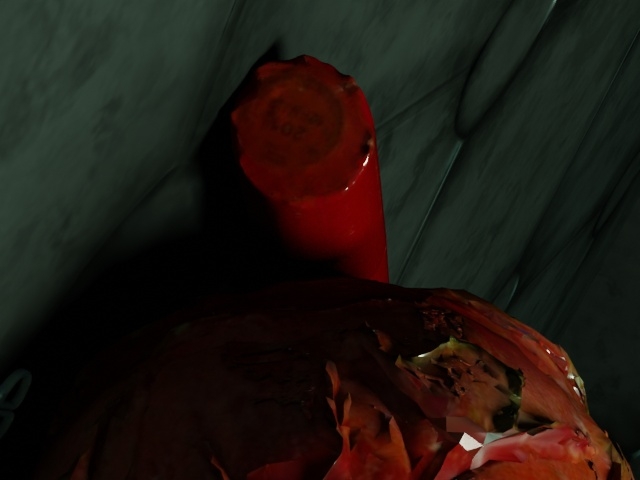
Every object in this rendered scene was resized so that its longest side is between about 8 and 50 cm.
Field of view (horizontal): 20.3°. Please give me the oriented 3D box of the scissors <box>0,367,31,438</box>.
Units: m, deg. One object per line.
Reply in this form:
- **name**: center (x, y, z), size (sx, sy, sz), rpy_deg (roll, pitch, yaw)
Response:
- **scissors**: center (-0.131, 0.062, 0.682), size (0.036, 0.006, 0.083), rpy_deg (-60, 167, -3)

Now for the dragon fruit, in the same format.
- **dragon fruit**: center (0.000, 0.151, 0.768), size (0.295, 0.296, 0.301), rpy_deg (-58, 175, -2)

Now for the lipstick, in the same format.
- **lipstick**: center (-0.001, 0.000, 0.880), size (0.073, 0.073, 0.279), rpy_deg (-55, 166, -16)
